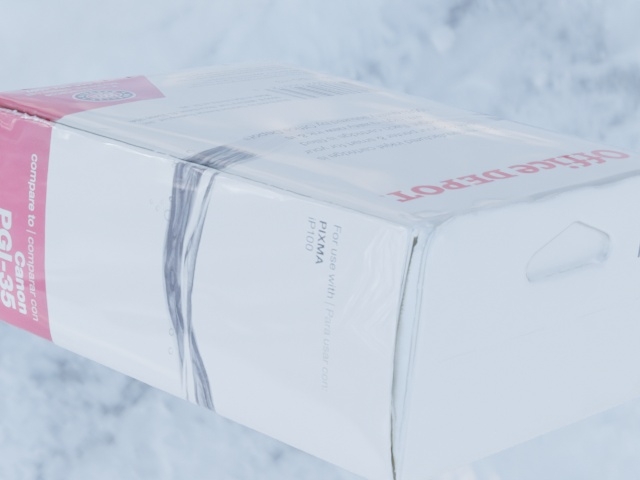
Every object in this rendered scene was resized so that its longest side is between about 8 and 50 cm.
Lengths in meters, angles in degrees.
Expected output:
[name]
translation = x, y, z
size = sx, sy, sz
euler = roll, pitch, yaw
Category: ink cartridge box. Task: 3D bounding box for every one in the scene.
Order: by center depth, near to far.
[ink cartridge box]
translation = 0.000, 0.000, 0.804
size = 0.283, 0.207, 0.117
euler = 19, 111, 41
